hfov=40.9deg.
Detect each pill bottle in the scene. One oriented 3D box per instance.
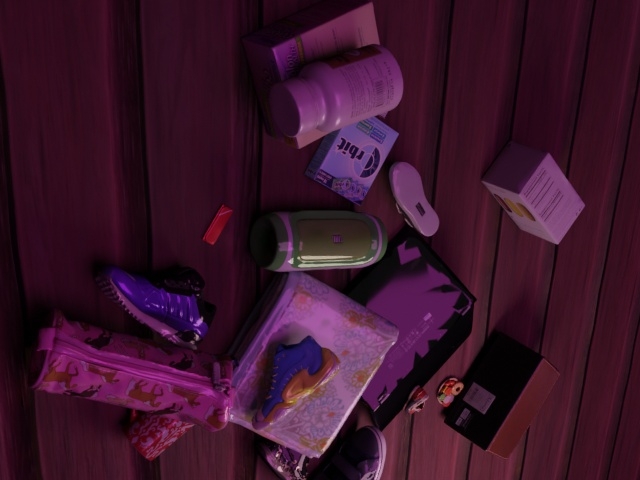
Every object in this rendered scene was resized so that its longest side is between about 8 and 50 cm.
[{"bbox_3d":[0.027,-0.273,1.585,0.229,0.131,0.131,-24,123,-28],"label":"pill bottle"}]

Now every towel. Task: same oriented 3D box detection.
[{"bbox_3d":[-0.044,0.280,1.919,0.320,0.090,0.374,31,93,-26],"label":"towel"}]

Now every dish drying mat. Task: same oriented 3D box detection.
[{"bbox_3d":[-0.209,-0.032,1.750,0.032,0.008,0.083,30,90,-43],"label":"dish drying mat"}]

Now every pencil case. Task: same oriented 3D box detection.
[{"bbox_3d":[-0.347,0.244,1.601,0.386,0.160,0.167,19,118,-22],"label":"pencil case"}]

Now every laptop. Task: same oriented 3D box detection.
[{"bbox_3d":[0.186,0.237,2.170,0.382,0.236,0.408,-45,102,-13],"label":"laptop"}]

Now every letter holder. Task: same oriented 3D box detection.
[{"bbox_3d":[0.522,0.446,2.433,0.302,0.152,0.214,-58,144,-3],"label":"letter holder"}]

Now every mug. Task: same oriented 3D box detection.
[{"bbox_3d":[-0.329,0.352,1.786,0.169,0.150,0.113,-43,166,-9],"label":"mug"}]

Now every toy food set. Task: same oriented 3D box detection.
[{"bbox_3d":[0.357,0.420,2.381,0.083,0.020,0.082,34,87,-42],"label":"toy food set"}]

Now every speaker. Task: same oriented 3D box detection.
[{"bbox_3d":[0.000,0.000,1.848,0.296,0.131,0.131,-2,111,-37],"label":"speaker"}]

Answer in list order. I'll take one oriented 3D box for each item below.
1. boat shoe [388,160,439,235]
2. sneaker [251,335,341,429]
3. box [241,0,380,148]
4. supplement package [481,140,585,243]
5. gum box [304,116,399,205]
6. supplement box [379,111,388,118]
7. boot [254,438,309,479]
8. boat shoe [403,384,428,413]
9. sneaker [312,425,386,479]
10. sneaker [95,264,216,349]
[{"bbox_3d":[0.201,-0.097,1.994,0.078,0.070,0.219,-43,128,-17],"label":"boat shoe"},{"bbox_3d":[-0.075,0.294,1.830,0.240,0.126,0.091,-40,172,8],"label":"sneaker"},{"bbox_3d":[-0.004,-0.337,1.699,0.243,0.117,0.213,-32,126,-24],"label":"box"},{"bbox_3d":[0.547,-0.123,2.206,0.134,0.139,0.244,-54,130,-6],"label":"supplement package"},{"bbox_3d":[0.070,-0.189,1.872,0.157,0.041,0.184,27,93,-42],"label":"gum box"},{"bbox_3d":[0.129,-0.313,1.853,0.043,0.055,0.083,23,95,-41],"label":"supplement box"},{"bbox_3d":[-0.032,0.514,2.074,0.178,0.085,0.236,-43,122,-14],"label":"boot"},{"bbox_3d":[0.252,0.425,2.251,0.049,0.043,0.137,-40,158,-28],"label":"boat shoe"},{"bbox_3d":[0.053,0.615,2.164,0.127,0.126,0.321,15,102,-46],"label":"sneaker"},{"bbox_3d":[-0.308,0.100,1.681,0.146,0.102,0.293,-53,137,-10],"label":"sneaker"}]
